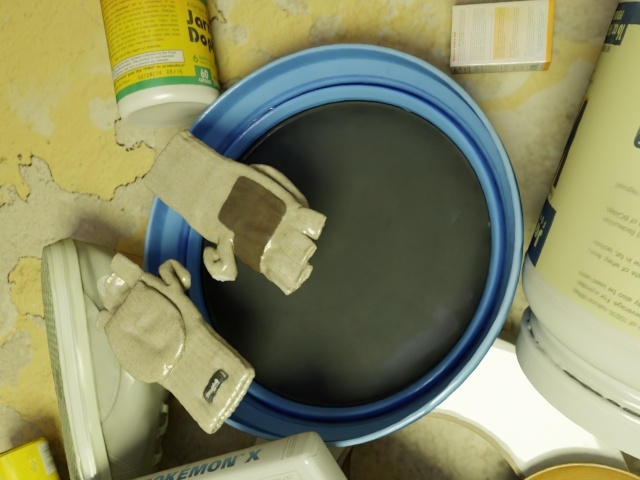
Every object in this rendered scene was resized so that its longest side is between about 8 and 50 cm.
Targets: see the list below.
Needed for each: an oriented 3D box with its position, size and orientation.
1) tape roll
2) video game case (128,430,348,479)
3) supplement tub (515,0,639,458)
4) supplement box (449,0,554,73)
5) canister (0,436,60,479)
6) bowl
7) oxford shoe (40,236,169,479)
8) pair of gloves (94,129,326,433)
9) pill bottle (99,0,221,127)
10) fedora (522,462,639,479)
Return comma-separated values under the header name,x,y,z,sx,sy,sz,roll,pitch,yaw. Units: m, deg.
name,x,y,z,sx,sy,sz,roll,pitch,yaw
tape roll,0.114,0.271,0.586,0.391,0.072,0.392,1,93,17
video game case,-0.057,0.343,0.529,0.299,0.036,0.329,-22,109,21
supplement tub,0.295,-0.019,0.413,0.235,0.235,0.325,18,113,15
supplement box,0.183,-0.205,0.566,0.098,0.036,0.062,3,93,16
canister,-0.360,0.344,0.709,0.126,0.073,0.170,-32,78,56
bowl,0.000,0.000,0.562,0.390,0.077,0.392,-6,76,23
oxford shoe,-0.236,0.216,0.659,0.169,0.130,0.450,-4,92,57
pair of gloves,-0.113,0.030,0.540,0.204,0.042,0.240,27,92,23
pill bottle,-0.185,-0.244,0.632,0.117,0.117,0.209,-10,89,17
fedora,0.237,0.296,0.473,0.194,0.079,0.195,1,93,16
